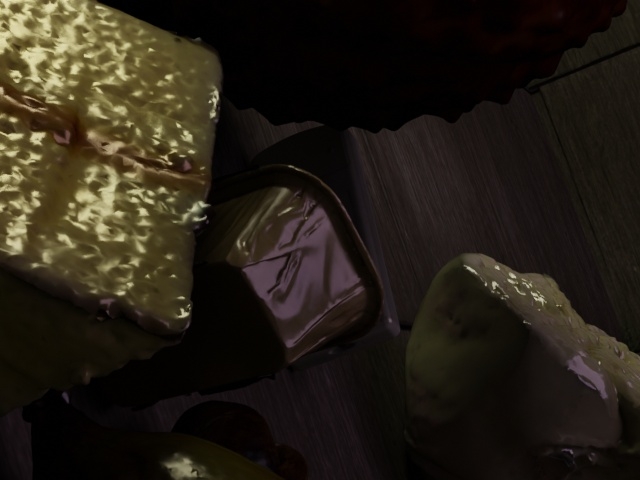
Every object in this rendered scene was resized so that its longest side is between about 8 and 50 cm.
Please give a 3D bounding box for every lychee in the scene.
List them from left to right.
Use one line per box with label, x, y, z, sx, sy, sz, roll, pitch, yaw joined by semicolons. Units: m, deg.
lychee;0.013;-0.282;1.026;0.500;0.424;0.424;12;52;-35

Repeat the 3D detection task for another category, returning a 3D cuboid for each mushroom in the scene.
mushroom;-0.045;0.147;0.832;0.170;0.080;0.135;-97;178;-81

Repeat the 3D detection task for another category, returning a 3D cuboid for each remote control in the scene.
remote control;0.000;0.000;1.145;0.029;0.087;0.190;50;23;-55

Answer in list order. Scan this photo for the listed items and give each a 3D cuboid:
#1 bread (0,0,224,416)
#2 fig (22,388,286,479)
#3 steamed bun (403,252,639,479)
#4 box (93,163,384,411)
bread;-0.145;-0.065;0.689;0.178;0.135;0.240;57;22;-32
fig;-0.069;0.141;0.683;0.170;0.145;0.274;-15;66;-50
steamed bun;0.196;0.171;1.304;0.320;0.206;0.275;36;11;13
box;-0.054;0.028;0.816;0.111;0.177;0.111;22;60;-46
